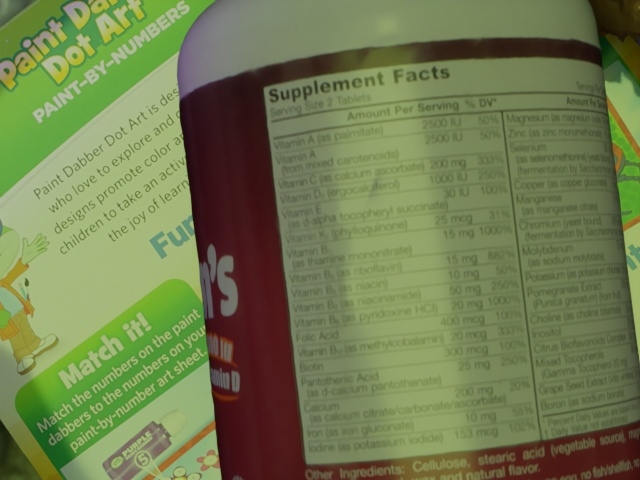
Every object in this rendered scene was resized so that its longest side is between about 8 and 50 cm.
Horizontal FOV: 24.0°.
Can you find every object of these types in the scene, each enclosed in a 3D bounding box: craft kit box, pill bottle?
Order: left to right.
[{"bbox_3d":[0.000,0.000,0.516,0.250,0.061,0.247,-36,87,4],"label":"craft kit box"},{"bbox_3d":[0.024,-0.010,0.426,0.121,0.121,0.221,-7,87,6],"label":"pill bottle"}]

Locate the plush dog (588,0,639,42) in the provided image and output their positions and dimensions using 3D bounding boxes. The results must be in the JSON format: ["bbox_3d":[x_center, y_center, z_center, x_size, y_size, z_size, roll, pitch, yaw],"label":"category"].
[{"bbox_3d":[0.205,-0.116,0.441,0.225,0.210,0.262,-32,111,-28],"label":"plush dog"}]
